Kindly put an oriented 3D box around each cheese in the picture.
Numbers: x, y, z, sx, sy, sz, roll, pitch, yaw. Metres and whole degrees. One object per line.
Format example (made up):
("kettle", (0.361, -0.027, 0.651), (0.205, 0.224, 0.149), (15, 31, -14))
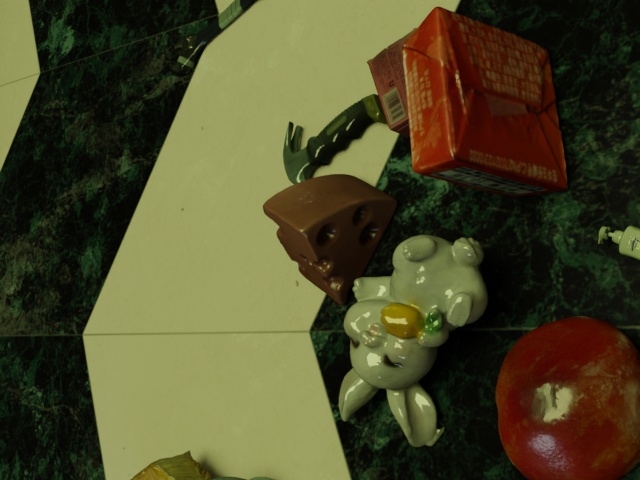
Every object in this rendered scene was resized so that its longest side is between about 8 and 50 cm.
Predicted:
("cheese", (-0.007, -0.019, 1.622), (0.128, 0.177, 0.203), (37, 104, 42))

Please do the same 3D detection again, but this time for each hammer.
("hammer", (0.024, -0.179, 1.734), (0.226, 0.041, 0.159), (-36, 58, 31))

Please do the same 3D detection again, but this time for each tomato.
("tomato", (0.317, 0.207, 1.287), (0.200, 0.139, 0.233), (-12, 69, 33))

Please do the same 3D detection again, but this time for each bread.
("bread", (-0.282, 0.497, 1.759), (0.250, 0.133, 0.179), (-53, 50, 20))

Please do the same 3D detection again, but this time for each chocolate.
("chocolate", (0.230, -0.185, 1.417), (0.108, 0.237, 0.235), (-26, 62, 47))

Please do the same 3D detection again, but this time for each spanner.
("spanner", (-0.203, -0.455, 2.036), (0.316, 0.024, 0.087), (-36, 51, 30))

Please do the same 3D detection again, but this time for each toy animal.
("toy animal", (0.134, 0.136, 1.474), (0.208, 0.154, 0.325), (17, 111, 23))

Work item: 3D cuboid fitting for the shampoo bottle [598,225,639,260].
("shampoo bottle", (0.431, 0.007, 1.312), (0.141, 0.034, 0.049), (24, 102, 44))

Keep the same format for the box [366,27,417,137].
("box", (0.150, -0.259, 1.628), (0.111, 0.060, 0.156), (-30, 62, 33))

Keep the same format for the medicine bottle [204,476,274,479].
("medicine bottle", (-0.140, 0.463, 1.631), (0.147, 0.143, 0.147), (-10, 75, 42))
